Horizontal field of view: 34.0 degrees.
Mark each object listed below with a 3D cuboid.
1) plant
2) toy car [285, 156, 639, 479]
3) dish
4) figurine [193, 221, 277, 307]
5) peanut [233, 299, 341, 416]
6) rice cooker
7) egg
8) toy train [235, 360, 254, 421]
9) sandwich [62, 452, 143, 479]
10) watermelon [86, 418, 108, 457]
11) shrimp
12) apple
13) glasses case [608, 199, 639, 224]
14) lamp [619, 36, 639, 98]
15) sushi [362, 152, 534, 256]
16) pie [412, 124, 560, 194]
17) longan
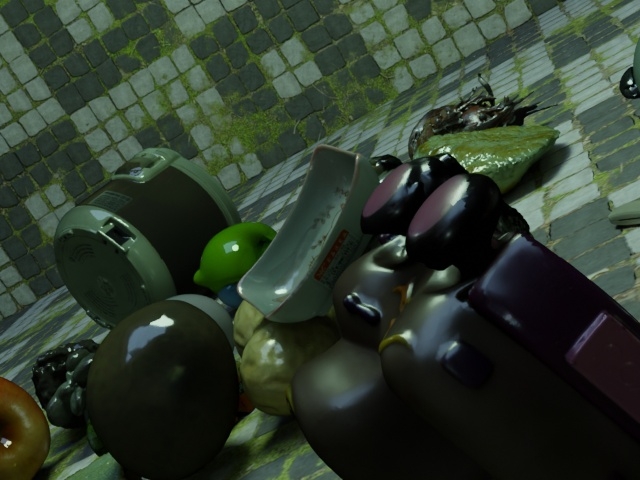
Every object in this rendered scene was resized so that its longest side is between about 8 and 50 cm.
[{"bbox_3d":[-0.392,0.239,1.718,0.149,0.146,0.274,-33,12,-20],"label":"plant"},{"bbox_3d":[0.111,0.108,0.786,0.240,0.271,0.341,-51,13,-1],"label":"toy car"},{"bbox_3d":[0.000,0.000,1.217,0.212,0.077,0.151,-60,23,-1],"label":"dish"},{"bbox_3d":[-0.104,0.035,1.888,0.263,0.143,0.162,-10,28,35],"label":"figurine"},{"bbox_3d":[-0.040,0.126,1.323,0.148,0.147,0.319,-29,14,13],"label":"peanut"},{"bbox_3d":[-0.345,-0.001,2.157,0.335,0.335,0.325,-19,19,47],"label":"rice cooker"},{"bbox_3d":[-0.215,0.164,1.580,0.199,0.146,0.146,-43,7,21],"label":"egg"},{"bbox_3d":[-0.156,0.207,1.432,0.099,0.072,0.188,-36,13,-19],"label":"toy train"},{"bbox_3d":[-0.288,0.340,1.237,0.186,0.065,0.215,-33,12,-8],"label":"sandwich"},{"bbox_3d":[-0.274,0.262,1.455,0.109,0.109,0.109,-30,12,7],"label":"watermelon"},{"bbox_3d":[0.294,-0.228,1.988,0.343,0.116,0.145,-18,32,48],"label":"shrimp"},{"bbox_3d":[-0.548,0.306,1.618,0.241,0.242,0.242,-16,19,42],"label":"apple"},{"bbox_3d":[0.368,-0.033,1.211,0.032,0.021,0.083,-38,13,-25],"label":"glasses case"},{"bbox_3d":[0.501,-0.213,1.277,0.198,0.197,0.244,-35,35,-18],"label":"lamp"},{"bbox_3d":[0.119,0.011,1.275,0.211,0.171,0.350,-60,20,-5],"label":"sushi"},{"bbox_3d":[0.263,-0.129,1.691,0.257,0.105,0.274,-20,14,10],"label":"pie"},{"bbox_3d":[-0.187,0.178,1.243,0.198,0.212,0.198,-5,0,0],"label":"longan"}]
